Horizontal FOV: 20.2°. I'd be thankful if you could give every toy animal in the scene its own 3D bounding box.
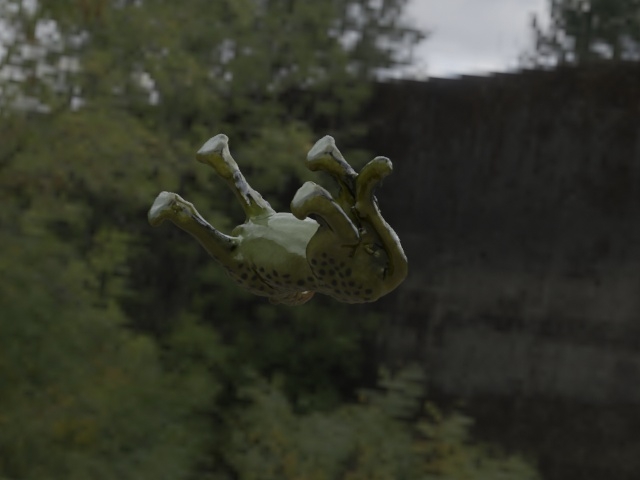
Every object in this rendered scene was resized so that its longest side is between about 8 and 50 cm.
[{"bbox_3d":[0.000,0.000,1.070,0.181,0.073,0.136,-2,-40,43],"label":"toy animal"}]
